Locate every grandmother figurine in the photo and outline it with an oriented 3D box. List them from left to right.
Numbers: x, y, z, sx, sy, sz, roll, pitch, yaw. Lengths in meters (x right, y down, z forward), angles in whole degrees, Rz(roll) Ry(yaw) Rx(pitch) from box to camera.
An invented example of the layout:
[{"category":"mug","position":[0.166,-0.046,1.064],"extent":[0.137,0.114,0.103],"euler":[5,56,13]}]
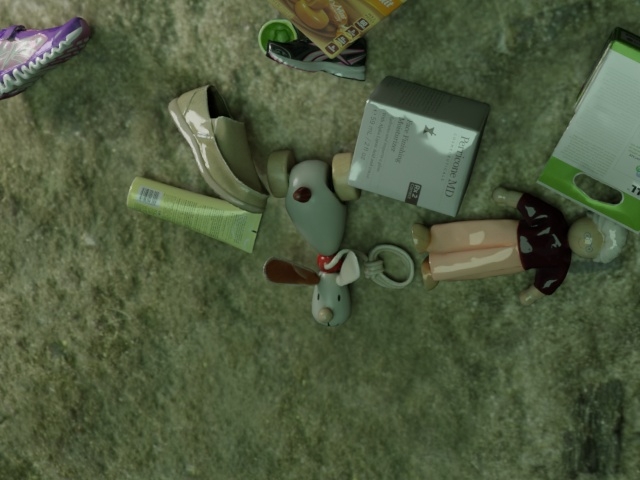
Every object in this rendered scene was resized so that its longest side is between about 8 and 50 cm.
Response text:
[{"category":"grandmother figurine","position":[0.335,0.013,1.790],"extent":[0.342,0.104,0.208],"euler":[-9,117,22]}]

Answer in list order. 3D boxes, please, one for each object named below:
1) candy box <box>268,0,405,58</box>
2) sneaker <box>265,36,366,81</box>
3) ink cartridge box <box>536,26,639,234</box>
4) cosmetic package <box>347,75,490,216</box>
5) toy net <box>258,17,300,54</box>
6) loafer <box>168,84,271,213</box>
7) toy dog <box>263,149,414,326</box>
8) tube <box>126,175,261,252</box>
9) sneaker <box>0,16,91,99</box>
[{"category":"candy box","position":[0.057,-0.420,1.583],"extent":[0.183,0.088,0.316],"euler":[40,140,-17]},{"category":"sneaker","position":[-0.005,-0.311,1.755],"extent":[0.178,0.072,0.077],"euler":[5,103,-28]},{"category":"ink cartridge box","position":[0.474,-0.169,1.676],"extent":[0.188,0.097,0.255],"euler":[27,118,4]},{"category":"cosmetic package","position":[0.159,-0.153,1.742],"extent":[0.183,0.151,0.151],"euler":[17,116,9]},{"category":"toy net","position":[-0.057,-0.414,1.759],"extent":[0.122,0.045,0.232],"euler":[-7,109,19]},{"category":"loafer","position":[-0.161,-0.160,1.821],"extent":[0.092,0.102,0.268],"euler":[-44,68,20]},{"category":"toy dog","position":[0.000,0.000,1.845],"extent":[0.220,0.161,0.334],"euler":[-22,103,23]},{"category":"tube","position":[-0.227,-0.051,1.954],"extent":[0.240,0.062,0.070],"euler":[17,159,4]},{"category":"sneaker","position":[-0.510,-0.338,1.901],"extent":[0.236,0.095,0.105],"euler":[-26,95,25]}]
